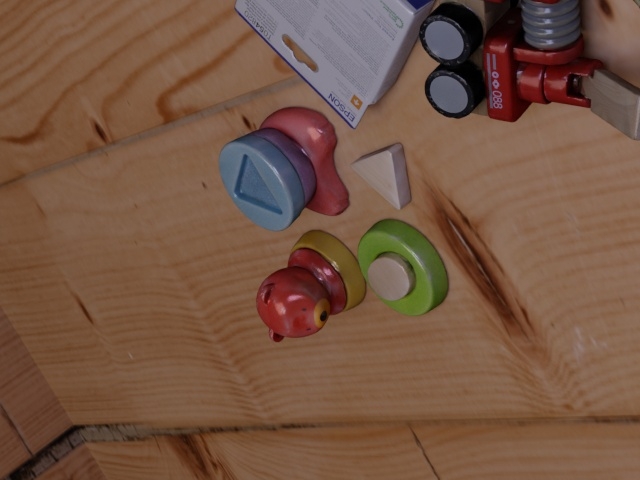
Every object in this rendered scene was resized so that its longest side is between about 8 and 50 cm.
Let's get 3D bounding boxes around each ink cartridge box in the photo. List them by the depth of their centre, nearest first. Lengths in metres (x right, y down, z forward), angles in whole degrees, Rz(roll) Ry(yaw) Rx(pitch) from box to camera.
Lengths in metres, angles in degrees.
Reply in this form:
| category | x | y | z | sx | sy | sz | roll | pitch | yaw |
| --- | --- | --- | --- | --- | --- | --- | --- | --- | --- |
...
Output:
| category | x | y | z | sx | sy | sz | roll | pitch | yaw |
| --- | --- | --- | --- | --- | --- | --- | --- | --- | --- |
| ink cartridge box | 0.010 | -0.269 | 1.669 | 0.223 | 0.045 | 0.224 | 46 | 147 | 11 |

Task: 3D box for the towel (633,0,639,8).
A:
| category | x | y | z | sx | sy | sz | roll | pitch | yaw |
| --- | --- | --- | --- | --- | --- | --- | --- | --- | --- |
| towel | 0.360 | -0.194 | 1.159 | 0.370 | 0.040 | 0.271 | 38 | 158 | -34 |

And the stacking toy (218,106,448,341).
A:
| category | x | y | z | sx | sy | sz | roll | pitch | yaw |
| --- | --- | --- | --- | --- | --- | --- | --- | --- | --- |
| stacking toy | 0.000 | 0.000 | 1.855 | 0.280 | 0.130 | 0.309 | 11 | 129 | 46 |

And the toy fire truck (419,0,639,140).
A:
| category | x | y | z | sx | sy | sz | roll | pitch | yaw |
| --- | --- | --- | --- | --- | --- | --- | --- | --- | --- |
| toy fire truck | 0.218 | -0.201 | 1.402 | 0.246 | 0.158 | 0.217 | 14 | 131 | 29 |
